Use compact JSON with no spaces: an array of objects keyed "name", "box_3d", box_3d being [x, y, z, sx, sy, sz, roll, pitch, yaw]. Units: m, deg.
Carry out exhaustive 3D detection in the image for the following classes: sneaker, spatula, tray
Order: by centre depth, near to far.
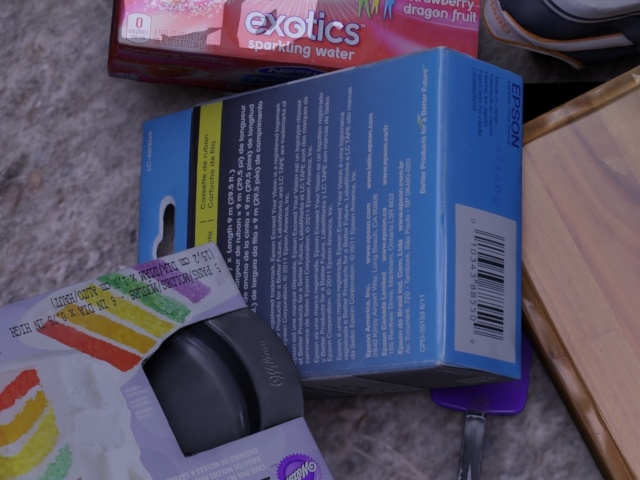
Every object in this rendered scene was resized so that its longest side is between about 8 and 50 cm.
[{"name":"tray","box_3d":[0.284,0.076,1.509,0.203,0.076,0.411,-27,75,-1]},{"name":"spatula","box_3d":[0.122,0.199,1.532,0.084,0.030,0.296,6,71,6]},{"name":"sneaker","box_3d":[0.277,-0.219,1.578,0.321,0.127,0.126,-4,73,-32]}]

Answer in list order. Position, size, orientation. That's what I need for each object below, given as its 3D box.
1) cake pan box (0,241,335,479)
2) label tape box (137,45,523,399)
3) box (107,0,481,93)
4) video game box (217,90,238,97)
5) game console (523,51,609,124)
[{"name":"cake pan box","box_3d":[-0.145,0.143,1.413,0.267,0.070,0.246,-16,62,-19]},{"name":"label tape box","box_3d":[0.000,0.000,1.535,0.347,0.115,0.249,-10,74,44]},{"name":"box","box_3d":[-0.022,-0.207,1.572,0.300,0.142,0.154,7,82,-9]},{"name":"video game box","box_3d":[-0.050,-0.229,1.694,0.187,0.048,0.205,37,78,14]},{"name":"game console","box_3d":[0.218,-0.178,1.649,0.213,0.044,0.361,-1,70,5]}]
